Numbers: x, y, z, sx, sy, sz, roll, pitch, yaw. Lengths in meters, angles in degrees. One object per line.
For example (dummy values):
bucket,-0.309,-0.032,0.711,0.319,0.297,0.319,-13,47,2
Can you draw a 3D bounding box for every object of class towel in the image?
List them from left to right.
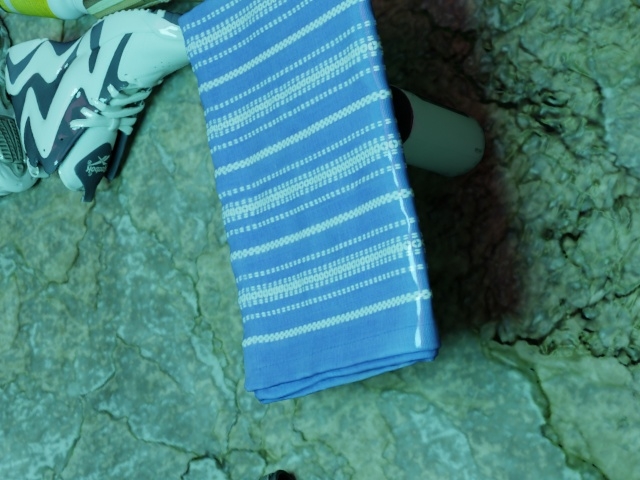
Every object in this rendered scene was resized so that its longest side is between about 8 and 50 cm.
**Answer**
towel,-0.018,-0.052,1.154,0.243,0.040,0.336,-21,79,55

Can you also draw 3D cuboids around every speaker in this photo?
speaker,0.077,-0.083,1.169,0.055,0.136,0.055,-3,84,30

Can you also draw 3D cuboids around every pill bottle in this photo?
pill bottle,-0.250,-0.240,1.408,0.116,0.065,0.065,12,91,30

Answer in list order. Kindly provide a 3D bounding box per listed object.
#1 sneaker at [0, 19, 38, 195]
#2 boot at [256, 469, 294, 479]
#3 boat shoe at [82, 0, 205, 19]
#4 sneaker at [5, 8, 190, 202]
sneaker,-0.354,-0.139,1.446,0.115,0.090,0.232,-24,73,29
boot,-0.080,0.319,1.255,0.161,0.083,0.246,-8,83,23
boat shoe,-0.120,-0.234,1.331,0.190,0.072,0.068,-23,38,23
sneaker,-0.186,-0.114,1.344,0.235,0.094,0.153,-8,83,29
